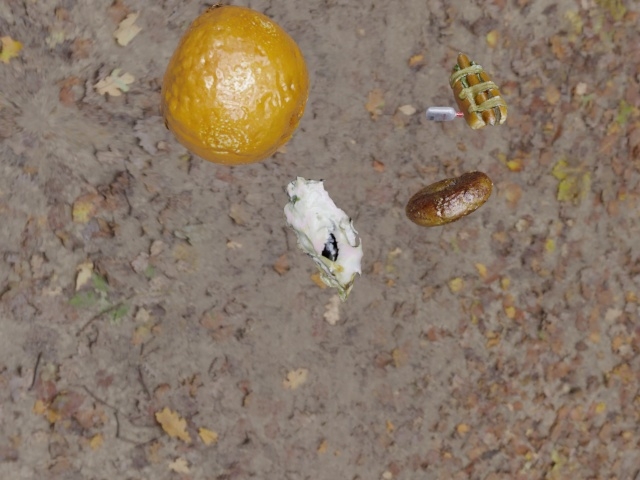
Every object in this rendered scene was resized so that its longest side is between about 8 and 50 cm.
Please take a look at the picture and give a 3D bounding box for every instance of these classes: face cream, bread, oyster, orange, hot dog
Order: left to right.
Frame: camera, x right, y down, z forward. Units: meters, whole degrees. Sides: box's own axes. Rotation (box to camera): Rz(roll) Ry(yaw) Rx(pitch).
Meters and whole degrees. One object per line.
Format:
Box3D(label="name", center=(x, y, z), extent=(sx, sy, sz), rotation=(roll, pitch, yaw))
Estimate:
Box3D(label="orange", center=(-0.175, -0.321, 1.285), extent=(0.293, 0.340, 0.341), rotation=(27, 88, -6))
Box3D(label="oyster", center=(0.001, -0.009, 1.008), extent=(0.209, 0.072, 0.133), rotation=(44, 54, -19))
Box3D(label="face cream", center=(0.279, -0.285, 1.342), extent=(0.083, 0.040, 0.021), rotation=(4, 64, 7))
Box3D(label="bread", center=(0.268, -0.092, 1.261), extent=(0.193, 0.193, 0.064), rotation=(-33, 108, -16))
Box3D(label="hot dog", center=(0.396, -0.383, 1.526), extent=(0.109, 0.270, 0.072), rotation=(-14, 145, 2))
